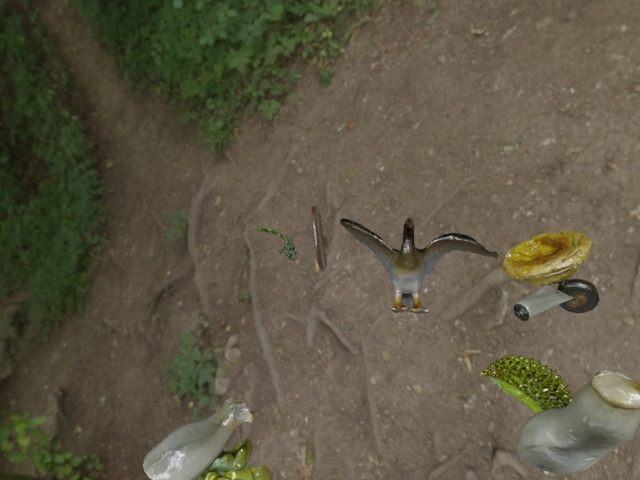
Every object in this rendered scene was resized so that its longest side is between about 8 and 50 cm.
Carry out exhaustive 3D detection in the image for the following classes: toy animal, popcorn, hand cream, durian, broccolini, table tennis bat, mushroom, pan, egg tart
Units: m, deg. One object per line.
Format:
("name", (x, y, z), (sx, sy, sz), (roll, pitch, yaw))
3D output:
("toy animal", (0.151, 0.037, 0.703), (0.273, 0.197, 0.160), (3, 83, 10))
("popcorn", (-0.202, 0.567, 1.022), (0.198, 0.198, 0.212), (-22, 53, 21))
("hand cream", (0.618, 0.176, 1.258), (0.186, 0.054, 0.087), (-19, 30, -24))
("durian", (0.747, 0.527, 1.553), (0.158, 0.352, 0.169), (-50, -4, -35))
("broccolini", (-0.124, -0.004, 1.312), (0.052, 0.054, 0.194), (-51, 44, 0))
("table tennis bat", (0.000, 0.000, 1.201), (0.023, 0.301, 0.173), (-7, 85, 5))
("mushroom", (-0.241, 0.406, 0.910), (0.225, 0.093, 0.116), (-33, 39, -18))
("mushroom", (0.436, 0.320, 0.758), (0.109, 0.351, 0.097), (34, 54, 20))
("pan", (0.719, 0.128, 1.307), (0.040, 0.212, 0.115), (-37, -6, -47))
("egg tart", (0.340, 0.028, 0.665), (0.131, 0.052, 0.130), (-28, 12, 6))
